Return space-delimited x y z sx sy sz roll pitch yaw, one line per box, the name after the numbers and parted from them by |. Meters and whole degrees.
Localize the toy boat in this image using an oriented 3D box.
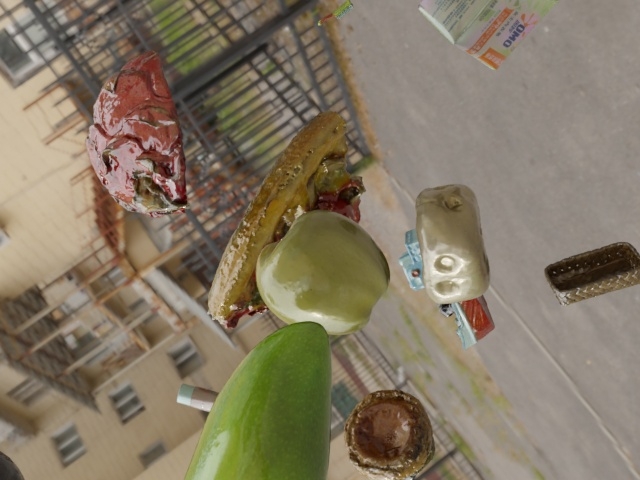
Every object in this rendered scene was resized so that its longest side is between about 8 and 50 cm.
0.280 0.107 1.825 0.332 0.133 0.145 61 -165 -20 | toy boat

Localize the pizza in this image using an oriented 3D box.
0.000 0.000 1.563 0.130 0.440 0.406 35 -174 36 | pizza

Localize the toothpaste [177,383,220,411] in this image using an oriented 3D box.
-0.142 0.287 1.387 0.205 0.036 0.056 15 140 3 | toothpaste

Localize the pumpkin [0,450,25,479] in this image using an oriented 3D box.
-0.688 0.506 1.464 0.323 0.323 0.241 56 -179 -20 | pumpkin

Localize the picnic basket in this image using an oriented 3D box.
0.566 0.071 1.674 0.110 0.193 0.055 -100 -10 -57 | picnic basket

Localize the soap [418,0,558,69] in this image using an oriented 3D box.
0.330 -0.464 1.579 0.182 0.199 0.138 10 -141 -50 | soap

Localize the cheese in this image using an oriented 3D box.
0.234 -0.001 1.445 0.235 0.117 0.218 54 -150 -65 | cheese

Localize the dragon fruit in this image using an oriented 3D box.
-0.319 -0.146 1.404 0.205 0.152 0.317 -128 30 -54 | dragon fruit

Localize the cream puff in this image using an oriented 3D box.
0.152 0.405 1.600 0.183 0.183 0.169 49 176 41 | cream puff

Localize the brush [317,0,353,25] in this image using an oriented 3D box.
0.031 -0.467 1.681 0.021 0.083 0.019 45 -157 -35 | brush

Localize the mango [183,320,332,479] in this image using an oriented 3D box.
-0.069 0.260 0.995 0.156 0.343 0.192 26 166 -33 | mango

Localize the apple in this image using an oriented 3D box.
0.004 0.048 1.199 0.200 0.200 0.200 53 174 8 | apple
